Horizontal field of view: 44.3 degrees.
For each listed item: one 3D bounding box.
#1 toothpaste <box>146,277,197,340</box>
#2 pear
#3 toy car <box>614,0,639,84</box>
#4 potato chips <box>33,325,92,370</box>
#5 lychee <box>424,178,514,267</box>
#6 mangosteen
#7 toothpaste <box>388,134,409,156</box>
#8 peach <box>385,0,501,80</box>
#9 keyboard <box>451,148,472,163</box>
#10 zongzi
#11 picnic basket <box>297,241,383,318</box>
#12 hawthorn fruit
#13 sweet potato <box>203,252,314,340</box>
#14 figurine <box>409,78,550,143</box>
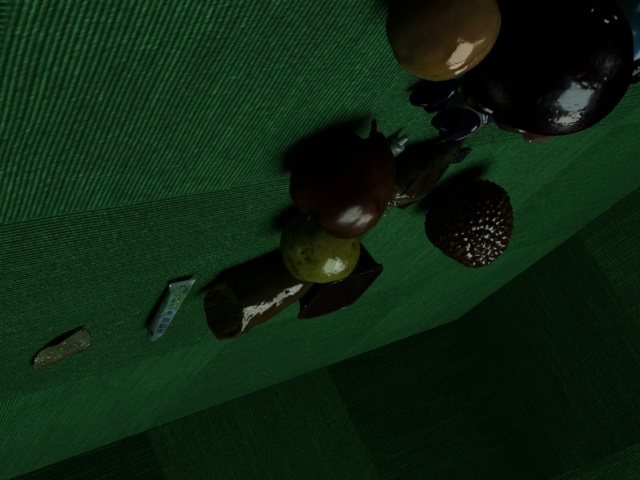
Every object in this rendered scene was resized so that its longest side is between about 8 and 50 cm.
[{"bbox_3d":[-0.398,0.179,2.043,0.074,0.048,0.297,-10,152,-35],"label":"toothpaste"},{"bbox_3d":[0.000,0.000,1.895,0.197,0.197,0.197,-24,162,-9],"label":"pear"},{"bbox_3d":[0.661,-0.440,1.608,0.255,0.188,0.190,-10,148,-42],"label":"toy car"},{"bbox_3d":[-0.646,0.274,1.983,0.142,0.026,0.209,-9,153,-38],"label":"potato chips"},{"bbox_3d":[0.437,-0.056,2.265,0.267,0.268,0.267,-24,162,-9],"label":"lychee"},{"bbox_3d":[0.385,-0.324,1.390,0.313,0.297,0.297,-6,-179,43],"label":"mangosteen"},{"bbox_3d":[0.121,-0.175,1.814,0.060,0.038,0.233,-3,153,-45],"label":"toothpaste"},{"bbox_3d":[0.198,-0.343,1.242,0.184,0.184,0.184,-24,162,-9],"label":"peach"},{"bbox_3d":[0.307,-0.207,2.019,0.204,0.013,0.061,-12,157,-39],"label":"keyboard"},{"bbox_3d":[0.229,-0.171,1.828,0.241,0.111,0.247,-43,172,14],"label":"zongzi"},{"bbox_3d":[0.033,0.111,2.323,0.222,0.129,0.297,-14,157,-31],"label":"picnic basket"},{"bbox_3d":[0.056,-0.135,1.609,0.248,0.208,0.208,-56,157,6],"label":"hawthorn fruit"},{"bbox_3d":[-0.136,0.126,2.096,0.369,0.158,0.158,-26,163,-18],"label":"sweet potato"},{"bbox_3d":[0.366,-0.278,1.689,0.420,0.154,0.193,-13,162,-34],"label":"figurine"}]
